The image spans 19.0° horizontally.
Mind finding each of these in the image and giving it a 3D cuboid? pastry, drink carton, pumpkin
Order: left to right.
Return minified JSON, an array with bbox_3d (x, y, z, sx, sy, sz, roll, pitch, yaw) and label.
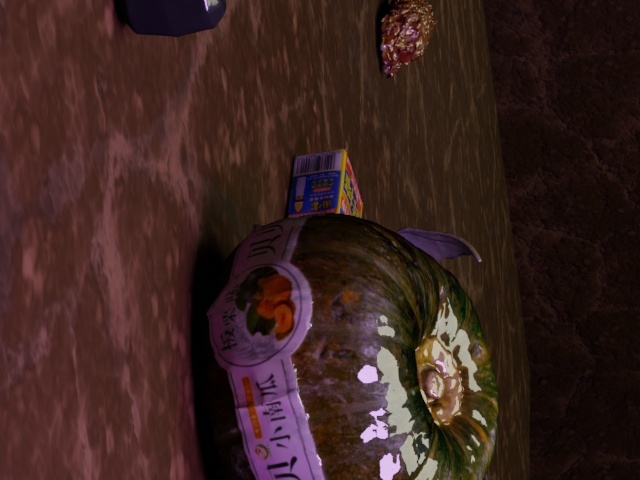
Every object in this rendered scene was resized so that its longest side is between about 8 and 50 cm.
[{"bbox_3d":[0.000,0.000,1.672,0.166,0.056,0.071,-82,157,-48],"label":"drink carton"},{"bbox_3d":[0.011,0.111,1.370,0.260,0.189,0.260,31,52,-50],"label":"pumpkin"},{"bbox_3d":[0.109,-0.259,2.361,0.169,0.063,0.087,-73,159,-66],"label":"pastry"}]

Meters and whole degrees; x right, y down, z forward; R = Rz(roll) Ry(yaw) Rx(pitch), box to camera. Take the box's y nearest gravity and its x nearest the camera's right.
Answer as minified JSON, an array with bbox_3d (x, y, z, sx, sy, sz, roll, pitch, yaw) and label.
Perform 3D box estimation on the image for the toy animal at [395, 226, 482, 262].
[{"bbox_3d":[0.042,0.029,1.819,0.155,0.219,0.095,38,57,-26],"label":"toy animal"}]

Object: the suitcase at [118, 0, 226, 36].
[{"bbox_3d":[-0.098,-0.290,1.176,0.206,0.066,0.285,-78,162,-59],"label":"suitcase"}]

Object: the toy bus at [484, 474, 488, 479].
[{"bbox_3d":[0.170,0.316,2.441,0.112,0.090,0.274,-68,153,-48],"label":"toy bus"}]
